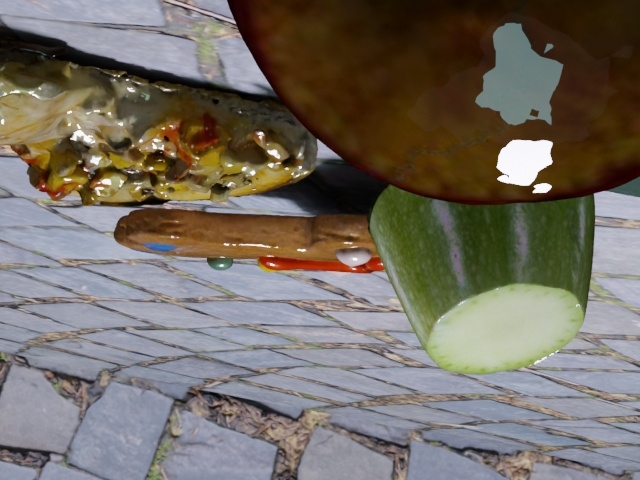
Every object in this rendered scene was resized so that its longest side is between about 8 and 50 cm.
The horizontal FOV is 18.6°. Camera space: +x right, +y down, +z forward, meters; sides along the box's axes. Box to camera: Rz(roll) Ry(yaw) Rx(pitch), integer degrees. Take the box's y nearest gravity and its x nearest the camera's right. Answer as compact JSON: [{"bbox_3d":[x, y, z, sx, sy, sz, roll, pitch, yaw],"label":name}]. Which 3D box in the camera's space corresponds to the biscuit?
[{"bbox_3d":[0.000,0.003,1.573,0.324,0.049,0.205,1,177,-9],"label":"biscuit"}]

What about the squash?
[{"bbox_3d":[0.125,0.016,1.418,0.170,0.123,0.170,-7,145,-5],"label":"squash"}]

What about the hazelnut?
[{"bbox_3d":[0.087,-0.130,0.740,0.251,0.217,0.217,-26,150,27],"label":"hazelnut"}]

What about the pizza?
[{"bbox_3d":[-0.131,-0.075,1.391,0.251,0.074,0.287,1,167,22],"label":"pizza"}]

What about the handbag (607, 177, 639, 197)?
[{"bbox_3d":[0.108,-0.094,1.122,0.260,0.079,0.247,6,166,17],"label":"handbag"}]
